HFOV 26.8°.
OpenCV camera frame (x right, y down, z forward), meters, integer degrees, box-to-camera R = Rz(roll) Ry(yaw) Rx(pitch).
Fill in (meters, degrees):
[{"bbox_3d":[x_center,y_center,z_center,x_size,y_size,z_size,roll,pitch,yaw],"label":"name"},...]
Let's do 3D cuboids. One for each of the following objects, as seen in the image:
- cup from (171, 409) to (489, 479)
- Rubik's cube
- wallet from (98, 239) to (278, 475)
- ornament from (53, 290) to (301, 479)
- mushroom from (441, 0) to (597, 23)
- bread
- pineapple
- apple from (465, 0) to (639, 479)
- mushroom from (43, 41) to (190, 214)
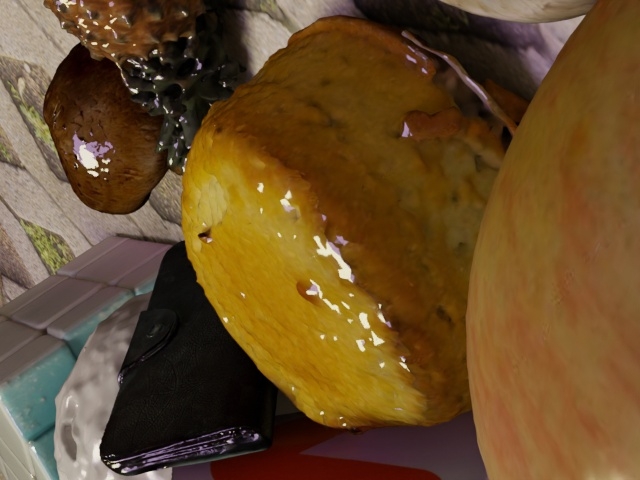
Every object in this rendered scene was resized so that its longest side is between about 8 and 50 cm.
[{"bbox_3d":[0.021,0.227,1.210,0.203,0.288,0.203,-5,-90,-83],"label":"cup"},{"bbox_3d":[-0.271,0.209,1.765,0.319,0.316,0.322,7,126,60],"label":"Rubik's cube"},{"bbox_3d":[-0.107,0.086,1.272,0.172,0.318,0.045,-16,126,20],"label":"wallet"},{"bbox_3d":[-0.130,0.201,1.454,0.337,0.337,0.337,42,153,27],"label":"ornament"},{"bbox_3d":[0.082,-0.224,0.712,0.255,0.184,0.255,34,158,16],"label":"mushroom"},{"bbox_3d":[0.040,0.005,1.057,0.337,0.204,0.358,51,154,-5],"label":"bread"},{"bbox_3d":[-0.147,-0.187,1.244,0.169,0.169,0.340,25,150,49],"label":"pineapple"},{"bbox_3d":[0.250,0.032,0.482,0.391,0.391,0.346,85,165,-48],"label":"apple"},{"bbox_3d":[-0.242,-0.124,1.493,0.194,0.138,0.231,52,156,8],"label":"mushroom"}]
